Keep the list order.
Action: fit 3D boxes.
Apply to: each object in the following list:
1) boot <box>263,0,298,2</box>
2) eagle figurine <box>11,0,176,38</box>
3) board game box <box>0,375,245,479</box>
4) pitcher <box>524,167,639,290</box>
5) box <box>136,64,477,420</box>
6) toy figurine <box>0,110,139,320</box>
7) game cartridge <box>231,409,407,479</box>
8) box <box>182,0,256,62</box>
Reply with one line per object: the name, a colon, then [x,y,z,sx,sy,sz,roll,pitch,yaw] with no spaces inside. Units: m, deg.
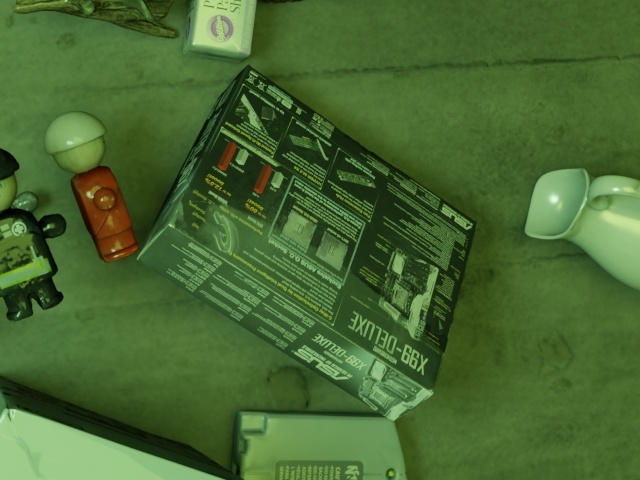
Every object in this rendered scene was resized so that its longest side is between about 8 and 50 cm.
boot: [0.009,-0.303,1.313,0.158,0.059,0.084,-5,86,-16]
eagle figurine: [-0.221,-0.358,1.177,0.225,0.226,0.298,5,93,3]
board game box: [-0.204,0.210,1.109,0.224,0.303,0.097,23,83,-15]
pitcher: [0.356,-0.016,1.352,0.207,0.178,0.125,20,78,-15]
box: [0.000,0.000,1.232,0.307,0.076,0.242,33,47,-14]
toy figurine: [-0.295,-0.019,1.120,0.213,0.209,0.148,-40,115,-57]
game cartridge: [-0.002,0.328,1.303,0.196,0.060,0.294,4,88,-14]
box: [-0.090,-0.350,1.277,0.067,0.063,0.324,8,87,-16]
